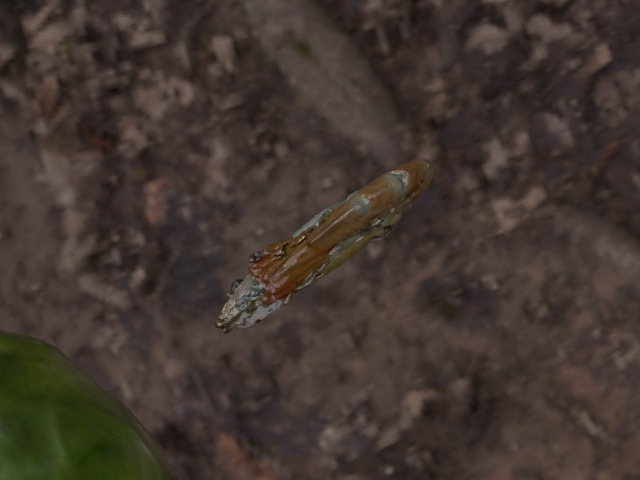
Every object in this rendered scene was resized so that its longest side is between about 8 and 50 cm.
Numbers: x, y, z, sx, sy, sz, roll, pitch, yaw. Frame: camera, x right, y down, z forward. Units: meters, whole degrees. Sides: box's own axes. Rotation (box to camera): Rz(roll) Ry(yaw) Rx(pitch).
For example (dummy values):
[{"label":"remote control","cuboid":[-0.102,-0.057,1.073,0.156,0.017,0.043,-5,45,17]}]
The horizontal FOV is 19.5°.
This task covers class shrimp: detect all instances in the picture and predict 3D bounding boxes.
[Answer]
[{"label":"shrimp","cuboid":[0.000,0.000,1.254,0.184,0.091,0.043,-38,83,12]}]

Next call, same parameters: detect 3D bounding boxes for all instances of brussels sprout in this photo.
[{"label":"brussels sprout","cuboid":[-0.235,0.220,1.286,0.281,0.289,0.354,47,171,29]}]
